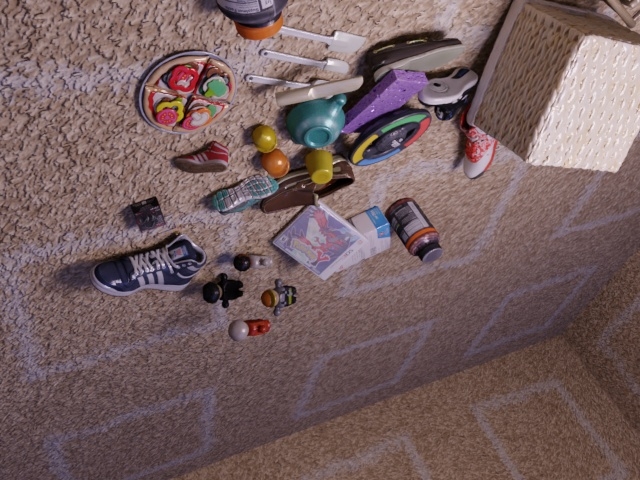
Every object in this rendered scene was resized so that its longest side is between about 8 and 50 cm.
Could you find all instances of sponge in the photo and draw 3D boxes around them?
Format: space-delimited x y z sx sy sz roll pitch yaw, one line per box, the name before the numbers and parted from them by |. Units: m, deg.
sponge | 0.138 -0.315 1.465 0.117 0.031 0.210 -11 162 -44

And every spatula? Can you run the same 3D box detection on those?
spatula | -0.031 -0.371 1.337 0.242 0.019 0.168 -2 140 -37

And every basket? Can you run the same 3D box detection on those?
basket | 0.591 -0.366 1.518 0.329 0.266 0.331 1 122 -26

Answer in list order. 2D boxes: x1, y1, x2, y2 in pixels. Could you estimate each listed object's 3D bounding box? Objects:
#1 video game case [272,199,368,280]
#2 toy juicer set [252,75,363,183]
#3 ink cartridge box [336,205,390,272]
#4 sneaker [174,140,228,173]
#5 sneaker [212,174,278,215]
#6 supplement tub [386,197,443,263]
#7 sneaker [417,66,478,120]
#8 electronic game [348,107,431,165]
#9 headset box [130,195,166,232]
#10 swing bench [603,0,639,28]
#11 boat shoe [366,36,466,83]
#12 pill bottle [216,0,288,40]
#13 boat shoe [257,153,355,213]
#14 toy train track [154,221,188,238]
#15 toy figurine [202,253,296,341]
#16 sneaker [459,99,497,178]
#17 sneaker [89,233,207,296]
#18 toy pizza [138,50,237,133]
video game case | 0.000 0.000 1.785 0.201 0.023 0.183 38 113 -22
toy juicer set | -0.045 -0.264 1.430 0.210 0.089 0.329 1 144 -13
ink cartridge box | 0.108 -0.002 1.904 0.191 0.082 0.139 -23 148 -7
sneaker | -0.259 -0.185 1.404 0.119 0.066 0.042 3 149 5
sneaker | -0.184 -0.108 1.560 0.167 0.064 0.076 -19 163 -10
supplement tub | 0.285 -0.026 1.902 0.106 0.197 0.106 -21 148 -14
sneaker | 0.298 -0.333 1.547 0.217 0.079 0.121 -31 153 -39
electronic game | 0.173 -0.254 1.585 0.229 0.048 0.229 -25 165 -7
headset box | -0.396 -0.056 1.474 0.062 0.032 0.083 -20 146 -15
swing bench | 0.695 -0.651 1.386 0.255 0.165 0.253 15 128 -48
boat shoe | 0.213 -0.416 1.416 0.228 0.068 0.081 -20 166 -15
pill bottle | -0.122 -0.452 1.047 0.131 0.130 0.245 -24 148 -9
boat shoe | -0.033 -0.127 1.603 0.258 0.095 0.095 -28 148 -2
toy train track | -0.365 -0.020 1.567 0.083 0.014 0.048 -21 147 -13
toy figurine | -0.196 0.148 1.750 0.209 0.213 0.148 -45 159 24
sneaker | 0.427 -0.285 1.758 0.145 0.090 0.270 -5 137 -33
sneaker | -0.407 0.056 1.551 0.153 0.099 0.282 -40 154 31
toy pizza | -0.257 -0.284 1.265 0.202 0.032 0.201 -21 147 -14
